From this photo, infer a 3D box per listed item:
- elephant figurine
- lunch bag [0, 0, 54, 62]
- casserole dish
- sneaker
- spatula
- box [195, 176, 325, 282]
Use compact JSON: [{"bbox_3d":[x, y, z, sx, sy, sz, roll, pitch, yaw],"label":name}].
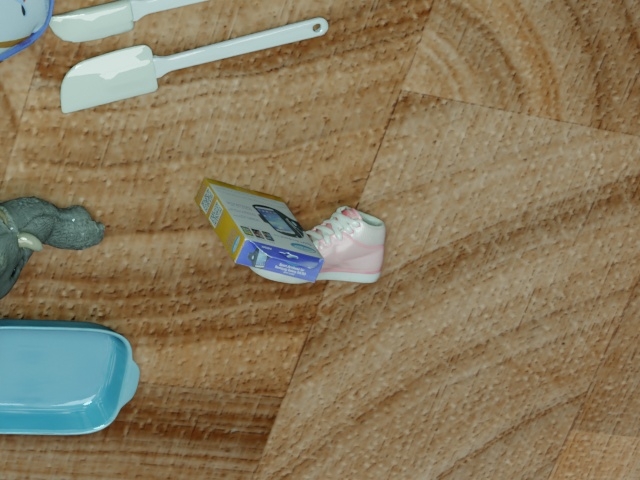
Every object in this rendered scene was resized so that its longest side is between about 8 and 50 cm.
[{"bbox_3d":[-0.314,0.015,1.639,0.186,0.169,0.239,-13,146,20],"label":"elephant figurine"},{"bbox_3d":[-0.308,-0.245,1.457,0.243,0.115,0.303,-41,138,-41],"label":"lunch bag"},{"bbox_3d":[-0.257,0.118,1.785,0.188,0.037,0.114,3,118,-23],"label":"casserole dish"},{"bbox_3d":[0.000,0.000,1.810,0.134,0.051,0.070,2,117,-27],"label":"sneaker"},{"bbox_3d":[-0.113,-0.205,1.658,0.242,0.019,0.168,-16,123,-12],"label":"spatula"},{"bbox_3d":[-0.051,-0.006,1.730,0.081,0.136,0.028,15,113,-28],"label":"box"}]
